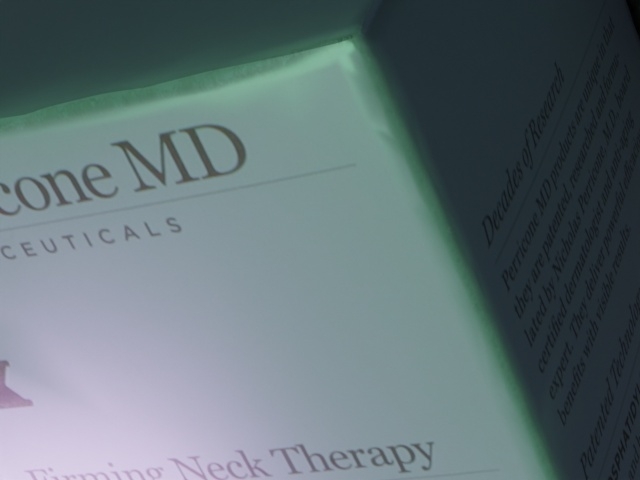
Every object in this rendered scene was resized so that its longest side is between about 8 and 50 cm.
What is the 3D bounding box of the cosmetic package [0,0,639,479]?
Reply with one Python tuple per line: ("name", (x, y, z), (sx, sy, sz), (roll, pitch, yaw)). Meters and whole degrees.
("cosmetic package", (0.000, 0.000, 1.025), (0.329, 0.327, 0.393), (-9, 122, 28))
